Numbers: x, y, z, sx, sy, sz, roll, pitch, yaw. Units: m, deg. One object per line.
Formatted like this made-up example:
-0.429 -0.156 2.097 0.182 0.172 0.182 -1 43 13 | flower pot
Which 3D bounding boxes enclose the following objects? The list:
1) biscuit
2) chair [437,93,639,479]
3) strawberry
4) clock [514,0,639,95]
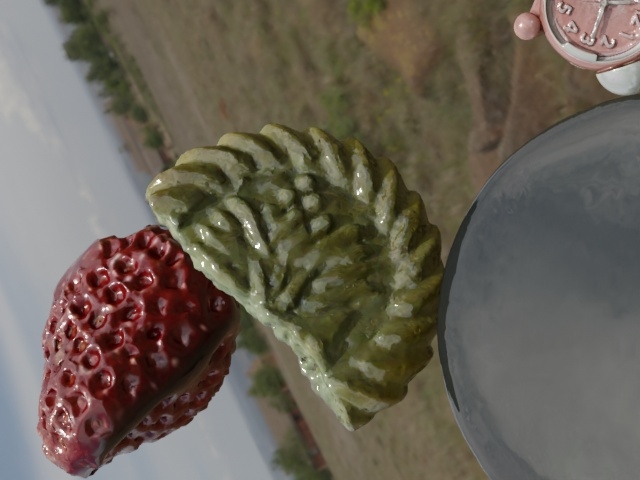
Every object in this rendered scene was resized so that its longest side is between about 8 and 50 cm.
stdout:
0.000 0.000 0.898 0.273 0.187 0.036 43 163 14 | biscuit
0.330 0.076 0.868 0.364 0.410 0.362 -11 72 45 | chair
-0.286 0.167 1.568 0.317 0.345 0.295 -22 112 46 | strawberry
0.313 -0.253 1.185 0.162 0.166 0.093 29 -160 16 | clock
